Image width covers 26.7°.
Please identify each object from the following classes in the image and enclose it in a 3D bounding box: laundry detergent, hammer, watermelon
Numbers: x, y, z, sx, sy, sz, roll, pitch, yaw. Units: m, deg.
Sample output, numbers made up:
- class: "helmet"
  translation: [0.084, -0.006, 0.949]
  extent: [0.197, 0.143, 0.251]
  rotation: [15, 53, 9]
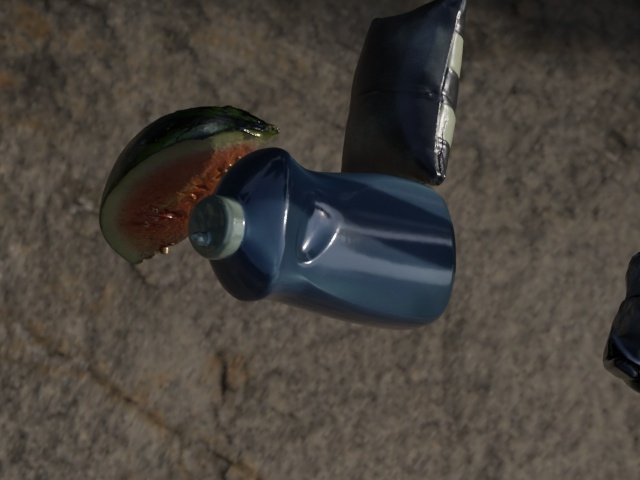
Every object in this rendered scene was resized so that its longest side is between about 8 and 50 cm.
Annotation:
- class: "laundry detergent"
  translation: [-0.001, 0.000, 0.790]
  extent: [0.206, 0.061, 0.097]
  rotation: [9, 79, -49]
- class: "hammer"
  translation: [0.317, -0.040, 0.871]
  extent: [0.044, 0.427, 0.152]
  rotation: [35, 44, -3]
- class: "watermelon"
  translation: [-0.148, -0.055, 1.338]
  extent: [0.119, 0.245, 0.063]
  rotation: [32, 35, -26]

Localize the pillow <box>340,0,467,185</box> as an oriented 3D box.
- class: "pillow"
  translation: [0.100, -0.176, 1.641]
  extent: [0.106, 0.186, 0.250]
  rotation: [17, 74, -33]
